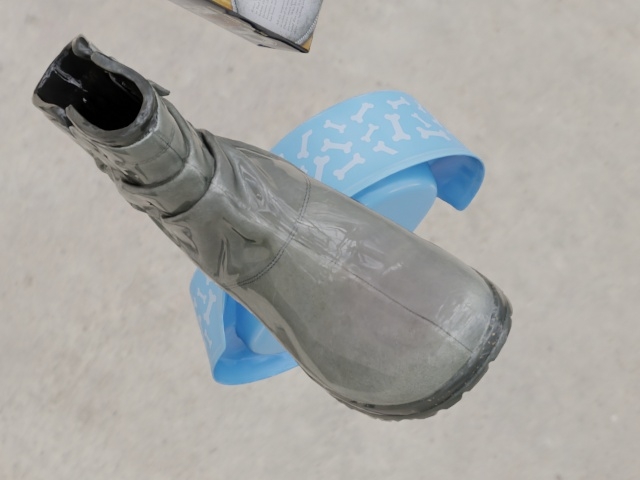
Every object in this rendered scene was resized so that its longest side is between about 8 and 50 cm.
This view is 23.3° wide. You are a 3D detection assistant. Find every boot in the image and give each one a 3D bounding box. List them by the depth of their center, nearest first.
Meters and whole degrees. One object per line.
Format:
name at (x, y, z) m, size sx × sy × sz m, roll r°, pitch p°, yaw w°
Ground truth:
boot at (-0.038, -0.011, 0.702) m, size 0.161 × 0.246 × 0.083 m, roll 40°, pitch 83°, yaw -38°

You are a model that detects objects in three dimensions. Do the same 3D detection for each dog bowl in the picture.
dog bowl at (0.000, 0.000, 1.129) m, size 0.166 × 0.297 × 0.074 m, roll -17°, pitch 65°, yaw -34°

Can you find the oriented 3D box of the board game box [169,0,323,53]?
board game box at (-0.037, -0.243, 0.836) m, size 0.165 × 0.042 × 0.243 m, roll 21°, pitch 84°, yaw -50°
